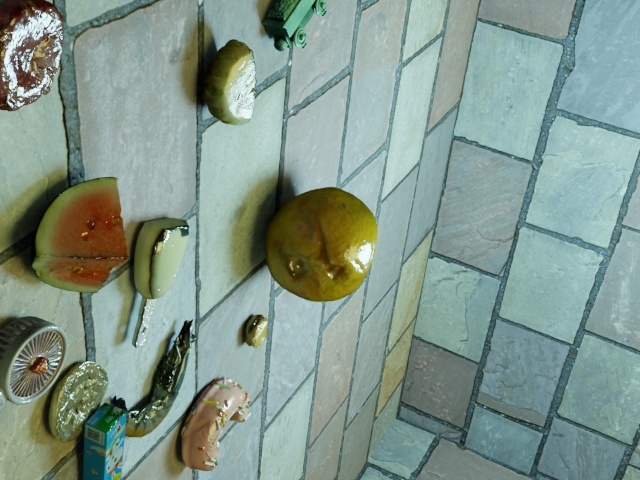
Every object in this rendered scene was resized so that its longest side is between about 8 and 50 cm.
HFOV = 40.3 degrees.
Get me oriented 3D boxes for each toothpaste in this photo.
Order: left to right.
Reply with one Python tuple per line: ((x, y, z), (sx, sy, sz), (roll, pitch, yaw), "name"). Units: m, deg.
((-0.410, 0.423, 1.648), (0.065, 0.050, 0.266), (-53, 160, -53), "toothpaste")

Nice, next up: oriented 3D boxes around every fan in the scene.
((-0.471, 0.216, 1.282), (0.244, 0.074, 0.130), (-53, 155, -36), "fan")

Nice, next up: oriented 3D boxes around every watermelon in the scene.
((-0.368, 0.008, 1.329), (0.145, 0.137, 0.193), (-38, -170, 50), "watermelon")

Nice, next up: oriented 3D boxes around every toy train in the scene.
((-0.048, -0.453, 1.720), (0.172, 0.070, 0.099), (-61, 148, -23), "toy train")

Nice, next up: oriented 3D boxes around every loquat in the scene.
((0.000, 0.000, 2.033), (0.283, 0.276, 0.276), (-71, 168, -51), "loquat")

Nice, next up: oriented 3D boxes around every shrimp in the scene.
((-0.331, 0.276, 1.738), (0.261, 0.051, 0.198), (-66, 160, 1), "shrimp")

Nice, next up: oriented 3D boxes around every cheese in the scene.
((-0.308, 0.081, 1.600), (0.127, 0.054, 0.251), (-17, 126, -66), "cheese")

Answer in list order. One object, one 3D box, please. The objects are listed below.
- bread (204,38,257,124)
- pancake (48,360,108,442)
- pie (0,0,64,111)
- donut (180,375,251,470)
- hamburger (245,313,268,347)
((-0.169, -0.272, 1.563), (0.094, 0.083, 0.157), (-51, 151, -35), "bread")
((-0.427, 0.283, 1.532), (0.158, 0.028, 0.158), (19, 90, -72), "pancake")
((-0.380, -0.239, 1.116), (0.153, 0.038, 0.153), (-54, 157, -35), "pie")
((-0.245, 0.430, 2.064), (0.232, 0.085, 0.199), (-57, 156, -34), "donut")
((-0.157, 0.221, 2.138), (0.076, 0.044, 0.083), (-45, 147, -45), "hamburger")
